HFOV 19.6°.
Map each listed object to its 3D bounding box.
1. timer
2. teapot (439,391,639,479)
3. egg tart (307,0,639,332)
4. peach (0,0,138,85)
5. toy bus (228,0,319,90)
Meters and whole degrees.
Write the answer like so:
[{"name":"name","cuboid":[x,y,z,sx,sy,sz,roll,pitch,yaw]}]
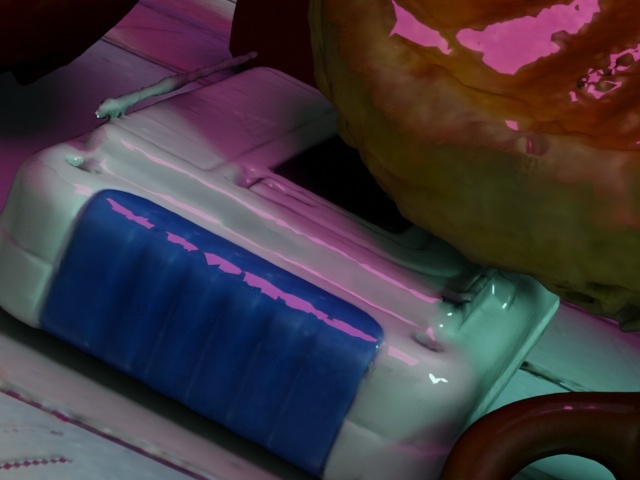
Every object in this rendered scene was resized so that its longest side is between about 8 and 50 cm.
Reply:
[{"name":"timer","cuboid":[0.000,0.000,0.712,0.178,0.078,0.253,26,18,10]},{"name":"teapot","cuboid":[0.162,0.096,0.573,0.252,0.135,0.178,1,-20,-3]},{"name":"egg tart","cuboid":[0.186,-0.106,0.677,0.388,0.388,0.169,46,-8,51]},{"name":"peach","cuboid":[-0.211,-0.272,0.814,0.406,0.310,0.335,35,12,12]},{"name":"toy bus","cuboid":[0.057,-0.092,0.994,0.120,0.121,0.265,-3,30,-36]}]
